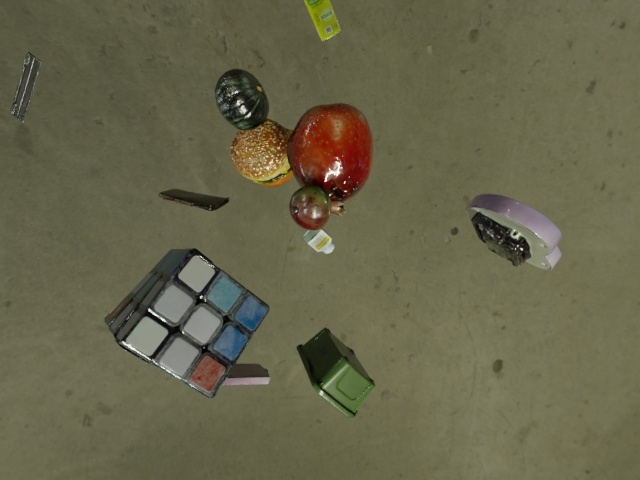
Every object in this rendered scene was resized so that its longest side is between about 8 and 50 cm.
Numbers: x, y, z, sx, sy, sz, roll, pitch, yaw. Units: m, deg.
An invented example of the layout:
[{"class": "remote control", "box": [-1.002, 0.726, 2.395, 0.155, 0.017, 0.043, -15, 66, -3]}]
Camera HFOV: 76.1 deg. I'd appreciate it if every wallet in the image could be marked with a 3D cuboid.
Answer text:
[{"class": "wallet", "box": [-0.504, -0.165, 1.613, 0.255, 0.137, 0.031, 12, 113, 14]}]

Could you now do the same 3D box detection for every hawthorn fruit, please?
[{"class": "hawthorn fruit", "box": [0.039, -0.249, 1.297, 0.284, 0.285, 0.369, 0, 63, -11]}]

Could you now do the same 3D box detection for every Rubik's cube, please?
[{"class": "Rubik's cube", "box": [-0.446, 0.257, 1.373, 0.363, 0.358, 0.362, 45, 63, -27]}]

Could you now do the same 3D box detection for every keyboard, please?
[{"class": "keyboard", "box": [-0.866, -0.447, 1.199, 0.063, 0.010, 0.198, 36, 109, 12]}]

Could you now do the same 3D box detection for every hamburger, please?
[{"class": "hamburger", "box": [-0.230, -0.370, 1.729, 0.290, 0.225, 0.291, -2, 80, 13]}]

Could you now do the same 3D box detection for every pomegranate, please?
[{"class": "pomegranate", "box": [-0.013, -0.087, 1.163, 0.159, 0.129, 0.129, 22, 102, -39]}]

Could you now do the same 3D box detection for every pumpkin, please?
[{"class": "pumpkin", "box": [-0.284, -0.512, 1.489, 0.161, 0.220, 0.220, -26, 110, 18]}]

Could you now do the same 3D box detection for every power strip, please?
[{"class": "power strip", "box": [-0.324, 0.529, 1.622, 0.279, 0.109, 0.038, 17, 96, -43]}]

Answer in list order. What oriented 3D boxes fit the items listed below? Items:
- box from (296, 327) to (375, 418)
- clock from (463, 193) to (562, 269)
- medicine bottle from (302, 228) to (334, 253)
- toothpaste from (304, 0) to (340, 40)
[{"class": "box", "box": [0.065, 0.517, 1.646, 0.178, 0.329, 0.253, -43, 113, 0]}, {"class": "clock", "box": [0.320, -0.012, 0.709, 0.064, 0.172, 0.198, -53, 145, 0]}, {"class": "medicine bottle", "box": [0.000, 0.000, 1.490, 0.074, 0.055, 0.118, -44, 136, 3]}, {"class": "toothpaste", "box": [-0.032, -0.799, 1.285, 0.077, 0.110, 0.327, -22, 149, 12]}]
